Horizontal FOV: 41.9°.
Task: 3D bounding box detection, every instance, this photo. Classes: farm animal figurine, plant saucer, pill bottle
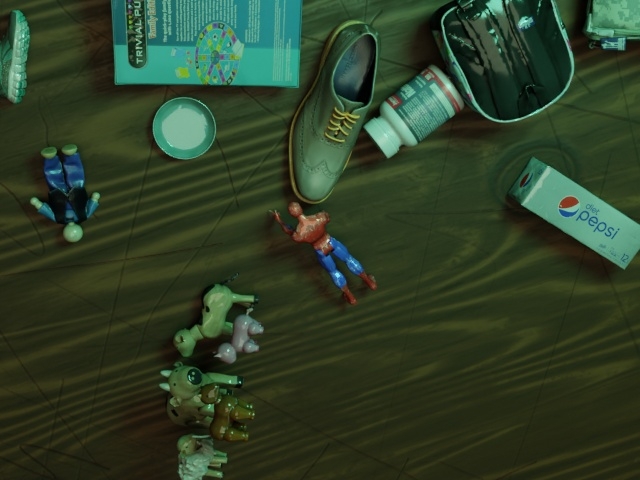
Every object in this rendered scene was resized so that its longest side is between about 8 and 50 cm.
[{"bbox_3d":[-0.238,0.274,1.666,0.172,0.330,0.327,12,133,-15],"label":"farm animal figurine"},{"bbox_3d":[-0.261,-0.217,1.606,0.119,0.021,0.119,-3,108,-8],"label":"plant saucer"},{"bbox_3d":[0.177,-0.245,1.618,0.180,0.108,0.108,-38,109,4],"label":"pill bottle"}]

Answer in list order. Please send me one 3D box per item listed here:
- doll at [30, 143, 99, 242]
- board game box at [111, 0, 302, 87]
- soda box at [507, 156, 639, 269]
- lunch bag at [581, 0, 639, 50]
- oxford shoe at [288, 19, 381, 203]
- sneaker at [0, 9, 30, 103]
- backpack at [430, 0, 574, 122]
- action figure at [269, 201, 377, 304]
[{"bbox_3d":[-0.490,-0.085,1.600,0.129,0.046,0.189,-11,115,-15],"label":"doll"},{"bbox_3d":[-0.203,-0.411,1.504,0.336,0.079,0.254,0,117,-8],"label":"board game box"},{"bbox_3d":[0.538,-0.057,1.741,0.286,0.091,0.098,29,102,-16],"label":"soda box"},{"bbox_3d":[0.633,-0.512,1.561,0.256,0.212,0.305,3,107,8],"label":"lunch bag"},{"bbox_3d":[0.023,-0.235,1.584,0.130,0.133,0.364,11,105,-12],"label":"oxford shoe"},{"bbox_3d":[-0.569,-0.333,1.504,0.076,0.065,0.167,10,104,-7],"label":"sneaker"},{"bbox_3d":[0.342,-0.354,1.565,0.225,0.191,0.253,-28,102,3],"label":"backpack"},{"bbox_3d":[0.000,0.000,1.689,0.091,0.139,0.280,-38,131,1],"label":"action figure"}]
